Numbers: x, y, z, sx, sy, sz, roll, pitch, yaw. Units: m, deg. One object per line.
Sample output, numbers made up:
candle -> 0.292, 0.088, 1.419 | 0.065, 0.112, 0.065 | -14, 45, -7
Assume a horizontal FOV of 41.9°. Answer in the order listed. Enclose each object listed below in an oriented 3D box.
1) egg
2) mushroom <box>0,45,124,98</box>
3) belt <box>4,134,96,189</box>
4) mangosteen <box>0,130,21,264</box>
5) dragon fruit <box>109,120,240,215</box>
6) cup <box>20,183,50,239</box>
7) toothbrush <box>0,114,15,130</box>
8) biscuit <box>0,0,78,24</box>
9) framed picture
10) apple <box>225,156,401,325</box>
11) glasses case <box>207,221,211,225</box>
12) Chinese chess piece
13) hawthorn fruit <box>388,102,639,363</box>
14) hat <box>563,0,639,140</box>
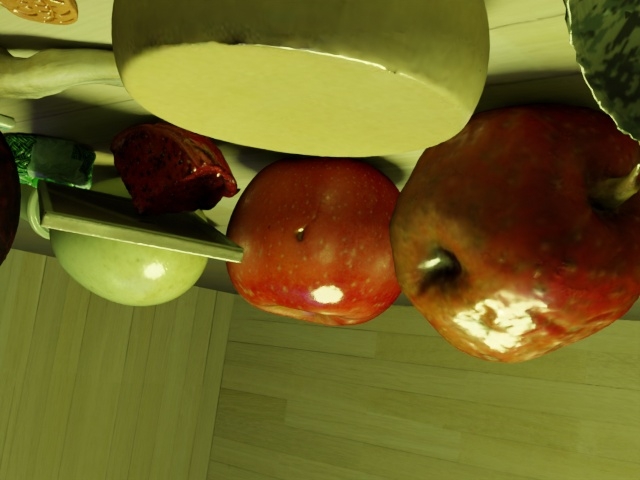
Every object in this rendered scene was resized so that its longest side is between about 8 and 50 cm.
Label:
egg -> -0.328, -0.002, 1.408 | 0.295, 0.219, 0.218 | 7, 172, 19
mushroom -> -0.258, -0.169, 0.826 | 0.202, 0.054, 0.059 | 1, 176, 8
belt -> -0.412, -0.107, 1.260 | 0.151, 0.079, 0.121 | 4, 171, 19
mangosteen -> -0.517, -0.051, 0.976 | 0.306, 0.306, 0.359 | 13, 177, -31
dragon fruit -> -0.171, -0.107, 1.064 | 0.161, 0.127, 0.120 | -29, 171, 41
cup -> -0.501, -0.067, 1.523 | 0.141, 0.120, 0.120 | 13, 177, 42
toothbrush -> -0.520, -0.181, 1.060 | 0.263, 0.022, 0.026 | 14, 158, -37
biscuit -> -0.243, -0.200, 0.693 | 0.078, 0.015, 0.091 | 7, 171, 3
framed picture -> -0.251, -0.031, 1.102 | 0.240, 0.020, 0.324 | 11, -174, -22
apple -> 0.000, 0.000, 1.131 | 0.260, 0.217, 0.260 | 9, 171, 1
glasses case -> -0.301, -0.025, 1.718 | 0.123, 0.076, 0.316 | 6, 171, 13
Chinese chess piece -> -0.015, -0.140, 0.600 | 0.273, 0.102, 0.273 | 6, 171, 1
hawthorn fruit -> 0.202, -0.008, 0.817 | 0.261, 0.258, 0.258 | -14, 162, 28
hat -> 0.217, -0.139, 0.310 | 0.265, 0.128, 0.265 | 8, 157, 3
